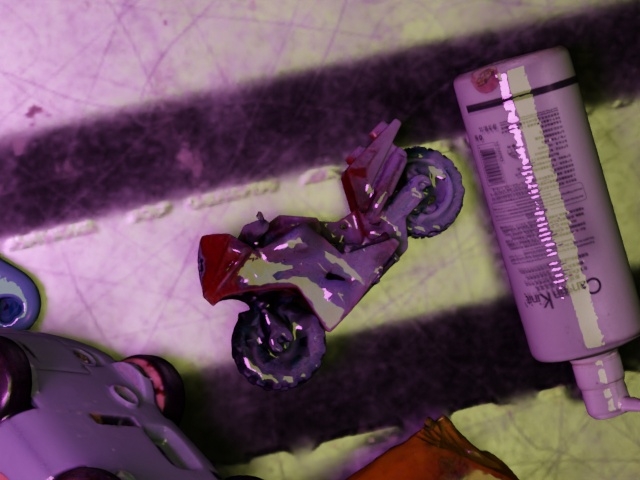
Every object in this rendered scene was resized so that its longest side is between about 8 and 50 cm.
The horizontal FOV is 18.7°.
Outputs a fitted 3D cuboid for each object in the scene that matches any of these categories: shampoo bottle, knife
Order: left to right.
[{"bbox_3d":[-0.278,-0.035,1.361,0.058,0.032,0.244,-37,91,2],"label":"knife"},{"bbox_3d":[0.168,-0.002,1.368,0.085,0.085,0.262,-17,94,-4],"label":"shampoo bottle"}]

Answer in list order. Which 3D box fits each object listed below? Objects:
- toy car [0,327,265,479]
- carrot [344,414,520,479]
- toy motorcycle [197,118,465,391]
[{"bbox_3d":[-0.174,0.194,1.276,0.270,0.180,0.212,47,109,31],"label":"toy car"},{"bbox_3d":[0.007,0.234,1.350,0.302,0.114,0.114,-36,95,-5],"label":"carrot"},{"bbox_3d":[0.000,0.000,1.360,0.122,0.082,0.213,45,77,-4],"label":"toy motorcycle"}]
